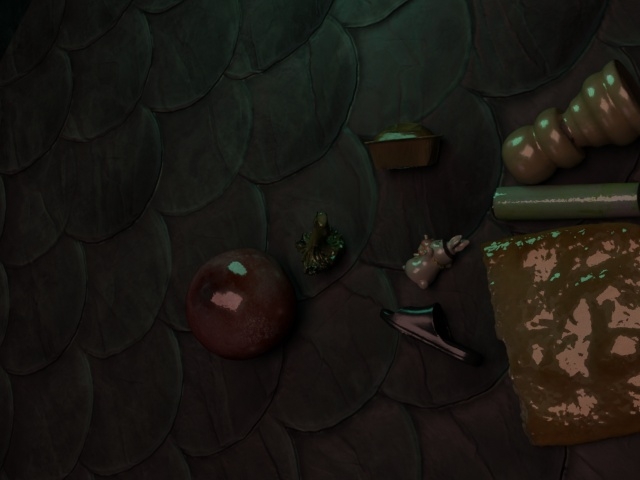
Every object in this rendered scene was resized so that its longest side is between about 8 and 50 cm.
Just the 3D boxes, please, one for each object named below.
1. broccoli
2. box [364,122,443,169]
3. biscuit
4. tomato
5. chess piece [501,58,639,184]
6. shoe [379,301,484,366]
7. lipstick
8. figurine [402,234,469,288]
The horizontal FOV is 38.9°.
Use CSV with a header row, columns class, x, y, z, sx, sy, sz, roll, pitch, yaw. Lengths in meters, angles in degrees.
class,x,y,z,sx,sy,sz,roll,pitch,yaw
broccoli,-0.001,-0.002,2.078,0.122,0.204,0.118,-22,68,-11
box,0.191,-0.215,2.059,0.177,0.111,0.111,-1,79,31
biscuit,0.532,0.177,1.757,0.446,0.104,0.429,-10,74,31
tomato,-0.197,0.149,2.142,0.270,0.227,0.270,-10,72,31
chess piece,0.511,-0.218,1.843,0.300,0.167,0.167,-32,64,29
shoe,0.248,0.182,1.935,0.241,0.108,0.093,27,92,26
lipstick,0.500,-0.080,1.852,0.304,0.076,0.076,-1,79,32
figurine,0.244,0.025,1.982,0.146,0.081,0.098,-51,59,13
